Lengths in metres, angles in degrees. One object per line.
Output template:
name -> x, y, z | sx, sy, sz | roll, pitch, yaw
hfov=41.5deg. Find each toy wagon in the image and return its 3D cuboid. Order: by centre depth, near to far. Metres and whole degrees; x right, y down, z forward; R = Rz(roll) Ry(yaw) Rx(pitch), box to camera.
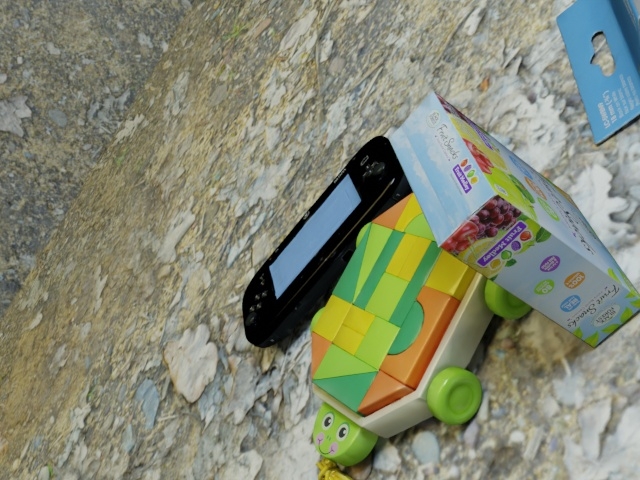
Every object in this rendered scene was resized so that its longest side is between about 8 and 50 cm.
toy wagon -> 0.077, 0.109, 0.918 | 0.344, 0.068, 0.267 | -61, 30, -5

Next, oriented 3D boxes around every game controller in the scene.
game controller -> 0.000, 0.000, 1.134 | 0.319, 0.067, 0.166 | -49, 31, 14

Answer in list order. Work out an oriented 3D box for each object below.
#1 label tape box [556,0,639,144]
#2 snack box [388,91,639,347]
label tape box -> 0.360, -0.287, 0.828 | 0.334, 0.106, 0.240 | -36, 36, 33
snack box -> 0.173, -0.020, 0.757 | 0.070, 0.207, 0.174 | -45, 33, 21
